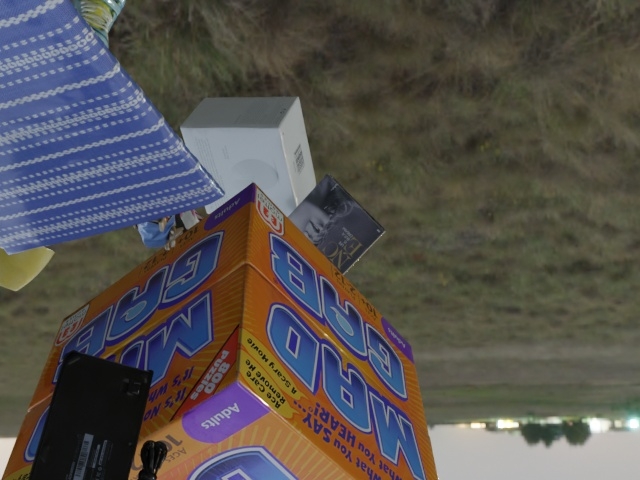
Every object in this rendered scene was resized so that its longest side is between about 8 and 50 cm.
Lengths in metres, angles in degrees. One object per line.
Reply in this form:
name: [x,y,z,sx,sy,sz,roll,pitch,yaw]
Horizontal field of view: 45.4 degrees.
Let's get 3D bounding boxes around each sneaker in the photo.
sneaker: [-0.218,-0.023,1.230,0.178,0.072,0.077,48,176,-15]
sneaker: [-0.515,-0.513,1.735,0.127,0.208,0.319,31,180,-32]

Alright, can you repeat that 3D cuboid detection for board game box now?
board game box: [-0.108,0.227,0.944,0.356,0.356,0.356,-34,118,19]

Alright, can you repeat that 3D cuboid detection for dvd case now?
dvd case: [0.000,0.000,1.551,0.221,0.164,0.018,-47,172,18]

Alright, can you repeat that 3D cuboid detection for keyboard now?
keyboard: [-0.184,0.189,0.638,0.108,0.180,0.023,20,148,-22]

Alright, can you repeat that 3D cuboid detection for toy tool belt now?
toy tool belt: [-0.172,-0.013,0.810,0.052,0.051,0.083,-10,150,-16]

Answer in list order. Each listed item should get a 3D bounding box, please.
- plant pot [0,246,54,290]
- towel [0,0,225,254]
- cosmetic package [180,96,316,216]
plant pot: [-0.580,0.038,1.427,0.134,0.095,0.134,22,170,4]
towel: [-0.249,-0.090,0.614,0.243,0.040,0.336,-12,154,11]
cosmetic package: [-0.148,-0.179,1.638,0.224,0.138,0.224,3,129,18]
